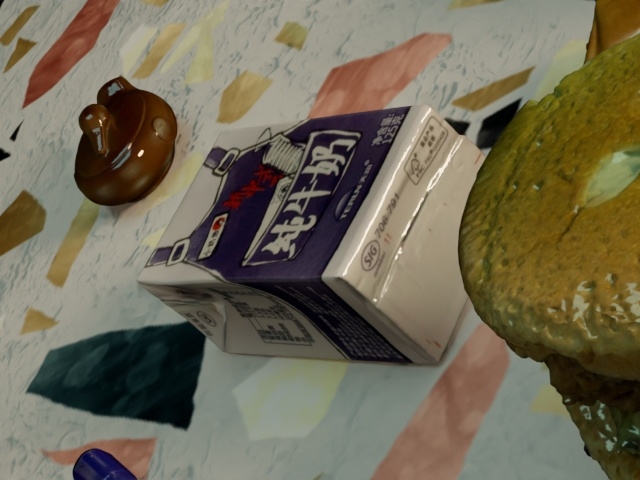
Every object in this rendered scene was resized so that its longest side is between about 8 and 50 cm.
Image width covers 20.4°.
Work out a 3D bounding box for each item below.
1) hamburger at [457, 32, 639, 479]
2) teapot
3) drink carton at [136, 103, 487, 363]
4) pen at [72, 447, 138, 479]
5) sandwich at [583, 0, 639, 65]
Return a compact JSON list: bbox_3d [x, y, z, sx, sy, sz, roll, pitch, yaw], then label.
[{"bbox_3d":[0.166,0.007,0.873,0.192,0.167,0.288,-23,33,39],"label":"hamburger"},{"bbox_3d":[-0.169,-0.086,1.470,0.098,0.078,0.129,-32,34,22],"label":"teapot"},{"bbox_3d":[0.000,-0.001,1.159,0.222,0.102,0.134,-3,55,51],"label":"drink carton"},{"bbox_3d":[-0.091,0.189,1.116,0.033,0.033,0.269,-52,32,-8],"label":"pen"},{"bbox_3d":[0.245,-0.133,1.034,0.163,0.079,0.113,-13,47,40],"label":"sandwich"}]
